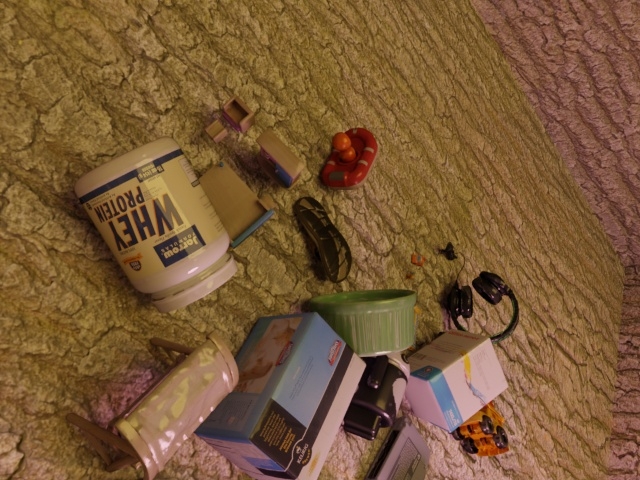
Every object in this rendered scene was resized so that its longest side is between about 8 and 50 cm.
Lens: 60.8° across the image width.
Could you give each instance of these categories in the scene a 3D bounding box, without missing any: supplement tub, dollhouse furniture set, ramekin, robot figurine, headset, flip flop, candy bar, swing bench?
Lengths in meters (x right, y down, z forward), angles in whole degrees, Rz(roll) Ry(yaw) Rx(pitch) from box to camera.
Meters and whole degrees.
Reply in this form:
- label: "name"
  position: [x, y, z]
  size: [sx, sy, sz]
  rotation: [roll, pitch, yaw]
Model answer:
- label: "supplement tub"
  position: [-0.342, -0.033, 1.174]
  size: [0.235, 0.236, 0.324]
  rotation: [-40, 108, -43]
- label: "dollhouse furniture set"
  position: [-0.233, -0.157, 1.438]
  size: [0.303, 0.198, 0.286]
  rotation: [-44, 91, -9]
- label: "ramekin"
  position: [0.124, 0.228, 1.540]
  size: [0.304, 0.304, 0.148]
  rotation: [-5, 90, -45]
- label: "robot figurine"
  position: [0.162, 0.438, 1.605]
  size: [0.174, 0.209, 0.278]
  rotation: [39, 54, -16]
- label: "headset"
  position: [0.577, 0.192, 2.046]
  size: [0.185, 0.244, 0.394]
  rotation: [53, 12, -57]
- label: "flip flop"
  position: [0.000, 0.000, 1.629]
  size: [0.112, 0.080, 0.277]
  rotation: [-28, 85, -40]
- label: "candy bar"
  position: [0.331, 0.313, 1.917]
  size: [0.040, 0.018, 0.161]
  rotation: [35, 57, -34]
- label: "swing bench"
  position: [-0.319, 0.329, 1.096]
  size: [0.253, 0.255, 0.165]
  rotation: [-44, 111, -41]

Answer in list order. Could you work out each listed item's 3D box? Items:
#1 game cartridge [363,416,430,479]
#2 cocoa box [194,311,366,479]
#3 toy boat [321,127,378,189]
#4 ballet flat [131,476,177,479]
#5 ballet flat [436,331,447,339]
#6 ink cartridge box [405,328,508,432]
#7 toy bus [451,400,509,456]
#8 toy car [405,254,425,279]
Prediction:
- label: "game cartridge"
  position: [0.244, 0.730, 1.705]
  size: [0.196, 0.060, 0.294]
  rotation: [55, 48, -15]
- label: "cocoa box"
  position: [-0.091, 0.378, 1.327]
  size: [0.228, 0.232, 0.347]
  rotation: [49, 50, -25]
- label: "toy boat"
  position: [0.083, -0.275, 1.703]
  size: [0.231, 0.151, 0.151]
  rotation: [-65, 143, -34]
- label: "ballet flat"
  position: [-0.311, 0.575, 1.161]
  size: [0.348, 0.123, 0.123]
  rotation: [47, 51, -26]
- label: "ballet flat"
  position: [0.423, 0.417, 1.956]
  size: [0.074, 0.074, 0.203]
  rotation: [38, 62, -32]
- label: "ink cartridge box"
  position: [0.429, 0.449, 1.792]
  size: [0.270, 0.198, 0.197]
  rotation: [-28, 101, -22]
- label: "toy bus"
  position: [0.587, 0.655, 2.012]
  size: [0.220, 0.150, 0.211]
  rotation: [45, 39, -25]
- label: "toy car"
  position: [0.352, 0.102, 1.972]
  size: [0.060, 0.041, 0.122]
  rotation: [42, 54, -30]
